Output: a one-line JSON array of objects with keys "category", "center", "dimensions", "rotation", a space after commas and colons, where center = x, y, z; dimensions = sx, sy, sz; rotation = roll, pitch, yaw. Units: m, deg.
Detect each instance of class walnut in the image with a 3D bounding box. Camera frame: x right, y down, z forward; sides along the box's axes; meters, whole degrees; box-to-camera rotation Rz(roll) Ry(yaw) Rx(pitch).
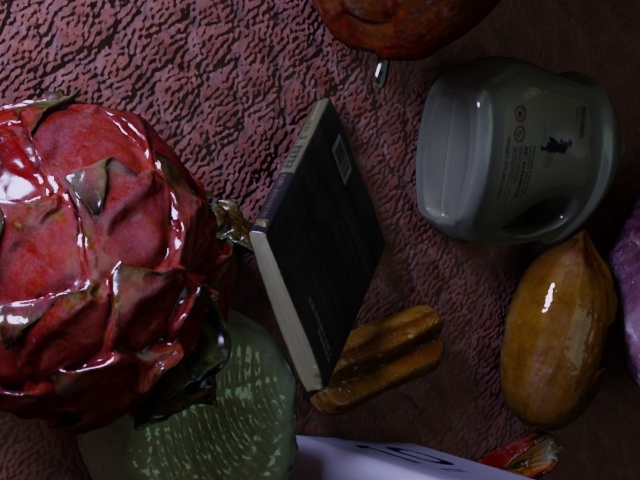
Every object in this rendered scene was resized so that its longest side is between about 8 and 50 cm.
[{"category": "walnut", "center": [0.236, 0.088, 1.837], "dimensions": [0.116, 0.116, 0.207], "rotation": [8, 93, -44]}]

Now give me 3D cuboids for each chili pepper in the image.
[{"category": "chili pepper", "center": [0.183, 0.229, 1.869], "dimensions": [0.178, 0.027, 0.045], "rotation": [-17, 106, -41]}]

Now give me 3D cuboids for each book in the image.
[{"category": "book", "center": [0.000, 0.000, 1.578], "dimensions": [0.228, 0.024, 0.160], "rotation": [-65, 141, -54]}]

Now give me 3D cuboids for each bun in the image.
[{"category": "bun", "center": [-0.110, 0.147, 1.509], "dimensions": [0.195, 0.118, 0.195], "rotation": [-5, 98, -38]}]

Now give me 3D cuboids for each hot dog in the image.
[{"category": "hot dog", "center": [0.054, 0.107, 1.709], "dimensions": [0.165, 0.045, 0.071], "rotation": [-22, 111, -40]}]

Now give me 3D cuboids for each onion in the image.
[{"category": "onion", "center": [0.375, 0.074, 1.947], "dimensions": [0.348, 0.159, 0.267], "rotation": [75, 16, -67]}]

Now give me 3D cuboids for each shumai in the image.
[{"category": "shumai", "center": [-0.081, 0.008, 1.534], "dimensions": [0.083, 0.080, 0.082], "rotation": [18, 87, -46]}]

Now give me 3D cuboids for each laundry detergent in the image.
[{"category": "laundry detergent", "center": [0.205, -0.084, 1.785], "dimensions": [0.253, 0.091, 0.181], "rotation": [-3, 102, -44]}]

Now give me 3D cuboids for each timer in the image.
[{"category": "timer", "center": [0.074, 0.289, 1.660], "dimensions": [0.192, 0.195, 0.194], "rotation": [10, 92, -44]}]

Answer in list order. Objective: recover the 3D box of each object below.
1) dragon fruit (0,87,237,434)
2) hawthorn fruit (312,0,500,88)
[{"category": "dragon fruit", "center": [-0.186, 0.008, 1.326], "dimensions": [0.299, 0.244, 0.244], "rotation": [44, 67, -23]}, {"category": "hawthorn fruit", "center": [0.072, -0.255, 1.555], "dimensions": [0.224, 0.224, 0.261], "rotation": [-9, 128, -43]}]
